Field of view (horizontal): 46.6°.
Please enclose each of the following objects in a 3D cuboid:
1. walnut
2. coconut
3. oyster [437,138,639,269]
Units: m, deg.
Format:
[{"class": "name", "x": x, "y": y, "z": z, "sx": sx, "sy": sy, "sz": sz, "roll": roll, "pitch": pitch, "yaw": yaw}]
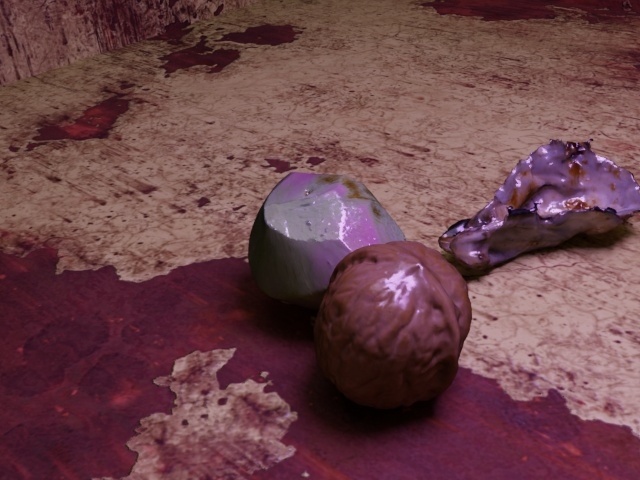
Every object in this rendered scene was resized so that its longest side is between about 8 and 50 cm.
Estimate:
[{"class": "walnut", "x": 0.088, "y": 0.100, "z": 0.906, "sx": 0.213, "sy": 0.213, "sz": 0.213, "roll": -4, "pitch": 32, "yaw": 2}, {"class": "coconut", "x": 0.000, "y": 0.000, "z": 1.063, "sx": 0.204, "sy": 0.236, "sz": 0.236, "roll": -37, "pitch": 22, "yaw": 24}, {"class": "oyster", "x": 0.350, "y": -0.044, "z": 1.173, "sx": 0.336, "sy": 0.133, "sz": 0.198, "roll": -23, "pitch": 38, "yaw": -22}]
